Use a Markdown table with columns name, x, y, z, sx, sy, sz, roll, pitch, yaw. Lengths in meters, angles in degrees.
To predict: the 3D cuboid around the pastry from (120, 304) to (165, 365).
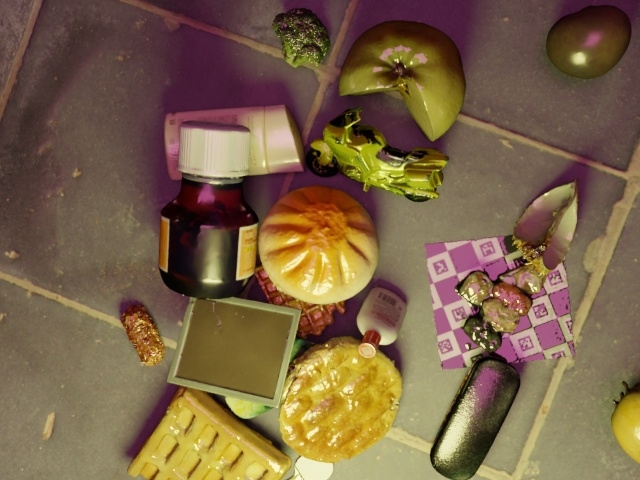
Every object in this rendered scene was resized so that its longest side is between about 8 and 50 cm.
| name | x | y | z | sx | sy | sz | roll | pitch | yaw |
| --- | --- | --- | --- | --- | --- | --- | --- | --- | --- |
| pastry | -0.461 | 0.244 | 1.783 | 0.087 | 0.063 | 0.169 | -31 | 88 | 8 |

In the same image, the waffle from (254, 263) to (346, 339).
| name | x | y | z | sx | sy | sz | roll | pitch | yaw |
| --- | --- | --- | --- | --- | --- | --- | --- | --- | --- |
| waffle | -0.025 | 0.121 | 1.737 | 0.219 | 0.057 | 0.229 | -28 | 86 | 5 |

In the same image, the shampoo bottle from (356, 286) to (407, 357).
| name | x | y | z | sx | sy | sz | roll | pitch | yaw |
| --- | --- | --- | --- | --- | --- | --- | --- | --- | --- |
| shampoo bottle | 0.138 | 0.196 | 1.644 | 0.108 | 0.221 | 0.051 | 33 | 125 | 0 |

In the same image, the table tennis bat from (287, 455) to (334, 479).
| name | x | y | z | sx | sy | sz | roll | pitch | yaw |
| --- | --- | --- | --- | --- | --- | --- | --- | --- | --- |
| table tennis bat | -0.039 | 0.594 | 1.765 | 0.156 | 0.013 | 0.087 | -32 | 88 | 5 |

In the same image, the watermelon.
| name | x | y | z | sx | sy | sz | roll | pitch | yaw |
| --- | --- | --- | --- | --- | --- | --- | --- | --- | --- |
| watermelon | -0.139 | 0.293 | 1.704 | 0.261 | 0.213 | 0.201 | -40 | 65 | 2 |

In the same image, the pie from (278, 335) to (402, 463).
| name | x | y | z | sx | sy | sz | roll | pitch | yaw |
| --- | --- | --- | --- | --- | --- | --- | --- | --- | --- |
| pie | 0.045 | 0.383 | 1.654 | 0.339 | 0.083 | 0.340 | -9 | 113 | -21 |

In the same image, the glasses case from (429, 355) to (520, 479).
| name | x | y | z | sx | sy | sz | roll | pitch | yaw |
| --- | --- | --- | --- | --- | --- | --- | --- | --- | --- |
| glasses case | 0.373 | 0.433 | 1.681 | 0.122 | 0.082 | 0.321 | 25 | 97 | 0 |

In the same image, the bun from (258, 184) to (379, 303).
| name | x | y | z | sx | sy | sz | roll | pitch | yaw |
| --- | --- | --- | --- | --- | --- | --- | --- | --- | --- |
| bun | 0.000 | 0.000 | 1.630 | 0.298 | 0.165 | 0.299 | 3 | 65 | -7 |

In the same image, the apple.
| name | x | y | z | sx | sy | sz | roll | pitch | yaw |
| --- | --- | --- | --- | --- | --- | --- | --- | --- | --- |
| apple | 0.204 | -0.391 | 1.609 | 0.295 | 0.258 | 0.233 | 26 | 91 | 7 |

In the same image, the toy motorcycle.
| name | x | y | z | sx | sy | sz | roll | pitch | yaw |
| --- | --- | --- | --- | --- | --- | --- | --- | --- | --- |
| toy motorcycle | 0.136 | -0.208 | 1.675 | 0.342 | 0.206 | 0.142 | 17 | 51 | 7 |

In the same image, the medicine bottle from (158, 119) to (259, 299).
| name | x | y | z | sx | sy | sz | roll | pitch | yaw |
| --- | --- | --- | --- | --- | --- | --- | --- | --- | --- |
| medicine bottle | -0.253 | -0.081 | 1.640 | 0.242 | 0.242 | 0.395 | 12 | 106 | 6 |

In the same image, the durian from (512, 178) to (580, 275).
| name | x | y | z | sx | sy | sz | roll | pitch | yaw |
| --- | --- | --- | --- | --- | --- | --- | --- | --- | --- |
| durian | 0.531 | -0.033 | 1.627 | 0.144 | 0.139 | 0.252 | 35 | 67 | 21 |

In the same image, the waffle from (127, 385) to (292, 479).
| name | x | y | z | sx | sy | sz | roll | pitch | yaw |
| --- | --- | --- | --- | --- | --- | --- | --- | --- | --- |
| waffle | -0.284 | 0.557 | 1.733 | 0.348 | 0.077 | 0.304 | 36 | 104 | 6 |

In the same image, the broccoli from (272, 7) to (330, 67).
| name | x | y | z | sx | sy | sz | roll | pitch | yaw |
| --- | --- | --- | --- | --- | --- | --- | --- | --- | --- |
| broccoli | -0.044 | -0.497 | 1.702 | 0.162 | 0.145 | 0.138 | 44 | 134 | 17 |

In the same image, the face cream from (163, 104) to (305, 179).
| name | x | y | z | sx | sy | sz | roll | pitch | yaw |
| --- | --- | --- | --- | --- | --- | --- | --- | --- | --- |
| face cream | -0.216 | -0.248 | 1.744 | 0.348 | 0.081 | 0.174 | -4 | 94 | 6 |

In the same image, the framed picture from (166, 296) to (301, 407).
| name | x | y | z | sx | sy | sz | roll | pitch | yaw |
| --- | --- | --- | --- | --- | --- | --- | --- | --- | --- |
| framed picture | -0.201 | 0.247 | 1.612 | 0.293 | 0.018 | 0.231 | 9 | 76 | 20 |

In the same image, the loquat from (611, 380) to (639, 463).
| name | x | y | z | sx | sy | sz | roll | pitch | yaw |
| --- | --- | --- | --- | --- | --- | --- | --- | --- | --- |
| loquat | 0.761 | 0.419 | 1.581 | 0.213 | 0.213 | 0.213 | 0 | 90 | 6 |

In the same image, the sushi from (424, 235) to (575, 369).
| name | x | y | z | sx | sy | sz | roll | pitch | yaw |
| --- | --- | --- | --- | --- | --- | --- | --- | --- | --- |
| sushi | 0.440 | 0.151 | 1.682 | 0.339 | 0.069 | 0.320 | -6 | 90 | 6 |

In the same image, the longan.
| name | x | y | z | sx | sy | sz | roll | pitch | yaw |
| --- | --- | --- | --- | --- | --- | --- | --- | --- | --- |
| longan | 0.625 | -0.462 | 1.613 | 0.189 | 0.189 | 0.189 | 0 | 90 | 6 |
